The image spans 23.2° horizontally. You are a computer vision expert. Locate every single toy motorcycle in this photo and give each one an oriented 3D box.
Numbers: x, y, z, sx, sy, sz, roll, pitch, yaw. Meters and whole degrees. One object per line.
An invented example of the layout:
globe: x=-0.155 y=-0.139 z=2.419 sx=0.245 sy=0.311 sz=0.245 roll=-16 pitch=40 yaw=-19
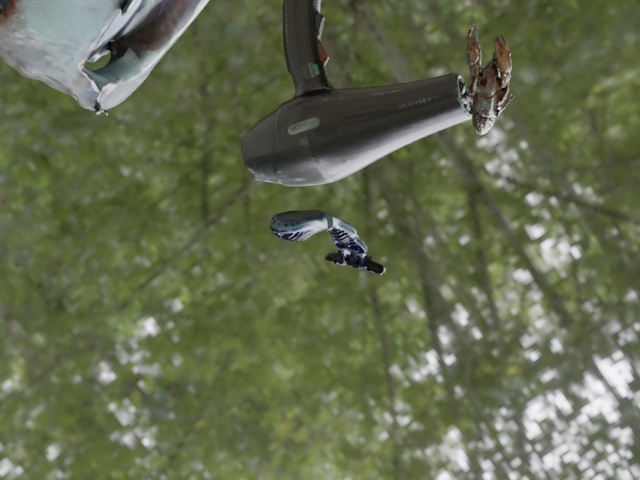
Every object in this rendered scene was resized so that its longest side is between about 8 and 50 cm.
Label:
toy motorcycle: x=-0.079 y=-0.217 z=0.873 sx=0.319 sy=0.182 sz=0.241 roll=-56 pitch=-138 yaw=26

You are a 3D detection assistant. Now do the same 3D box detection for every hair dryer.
hair dryer: x=0.019 y=-0.198 z=1.534 sx=0.235 sy=0.272 sz=0.091 roll=-16 pitch=166 yaw=20

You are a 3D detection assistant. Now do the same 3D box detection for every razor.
razor: x=0.001 y=-0.004 z=1.012 sx=0.044 sy=0.154 sz=0.028 roll=14 pitch=-94 yaw=22

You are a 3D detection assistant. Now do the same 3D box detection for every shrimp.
shrimp: x=0.141 y=-0.133 z=1.288 sx=0.038 sy=0.092 sz=0.029 roll=-1 pitch=-157 yaw=19
